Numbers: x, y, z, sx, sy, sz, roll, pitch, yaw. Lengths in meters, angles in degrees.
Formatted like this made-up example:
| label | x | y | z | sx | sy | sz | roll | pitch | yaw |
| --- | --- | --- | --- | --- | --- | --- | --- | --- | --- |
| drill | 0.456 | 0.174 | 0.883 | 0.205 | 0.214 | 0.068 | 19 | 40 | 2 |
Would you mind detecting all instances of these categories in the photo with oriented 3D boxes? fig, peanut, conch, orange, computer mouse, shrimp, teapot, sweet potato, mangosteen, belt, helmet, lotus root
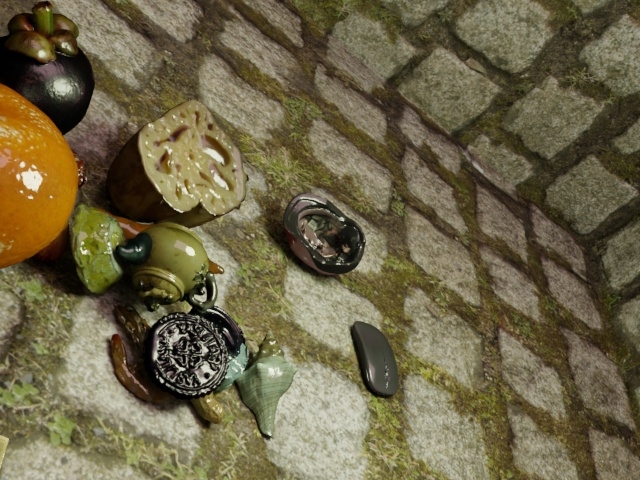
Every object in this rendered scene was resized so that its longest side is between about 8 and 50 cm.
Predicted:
| label | x | y | z | sx | sy | sz | roll | pitch | yaw |
| --- | --- | --- | --- | --- | --- | --- | --- | --- | --- |
| fig | -0.549 | -0.014 | 1.716 | 0.119 | 0.153 | 0.119 | 32 | 52 | -54 |
| peanut | -0.243 | 0.337 | 1.779 | 0.113 | 0.054 | 0.054 | 52 | 30 | 13 |
| conch | -0.124 | 0.306 | 1.916 | 0.137 | 0.114 | 0.234 | 27 | 40 | -9 |
| orange | -0.655 | -0.117 | 1.513 | 0.424 | 0.326 | 0.424 | 30 | 18 | -10 |
| computer mouse | 0.151 | 0.314 | 2.301 | 0.120 | 0.057 | 0.232 | 23 | 38 | -35 |
| shrimp | -0.379 | 0.233 | 1.747 | 0.133 | 0.053 | 0.236 | -23 | 77 | -37 |
| teapot | -0.324 | 0.074 | 1.799 | 0.269 | 0.173 | 0.182 | 44 | 47 | -33 |
| sweet potato | -0.364 | 0.017 | 1.942 | 0.359 | 0.112 | 0.112 | 25 | 37 | -35 |
| mangosteen | -0.627 | -0.384 | 1.872 | 0.275 | 0.302 | 0.275 | 14 | 33 | -9 |
| belt | -0.239 | 0.239 | 1.867 | 0.151 | 0.078 | 0.198 | 6 | 50 | -38 |
| helmet | 0.000 | 0.000 | 2.385 | 0.253 | 0.154 | 0.198 | 26 | 53 | -2 |
| lotus root | -0.353 | -0.136 | 2.022 | 0.316 | 0.250 | 0.316 | 29 | 47 | -35 |

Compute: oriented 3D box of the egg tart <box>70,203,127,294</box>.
| label | x | y | z | sx | sy | sz | roll | pitch | yaw |
| --- | --- | --- | --- | --- | --- | --- | --- | --- | --- |
| egg tart | -0.457 | 0.017 | 1.775 | 0.197 | 0.078 | 0.197 | -7 | 90 | -85 |

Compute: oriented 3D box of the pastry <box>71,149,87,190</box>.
| label | x | y | z | sx | sy | sz | roll | pitch | yaw |
| --- | --- | --- | --- | --- | --- | --- | --- | --- | --- |
| pastry | -0.618 | -0.168 | 1.847 | 0.209 | 0.097 | 0.115 | 19 | 31 | -37 |

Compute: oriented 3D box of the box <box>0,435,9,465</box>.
| label | x | y | z | sx | sy | sz | roll | pitch | yaw |
| --- | --- | --- | --- | --- | --- | --- | --- | --- | --- |
| box | -0.559 | 0.372 | 1.369 | 0.073 | 0.020 | 0.149 | 31 | 35 | -27 |

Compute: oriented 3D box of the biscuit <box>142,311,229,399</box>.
| label | x | y | z | sx | sy | sz | roll | pitch | yaw |
| --- | --- | --- | --- | --- | --- | --- | --- | --- | --- |
| biscuit | -0.277 | 0.236 | 1.743 | 0.195 | 0.053 | 0.194 | 15 | 59 | -26 |
